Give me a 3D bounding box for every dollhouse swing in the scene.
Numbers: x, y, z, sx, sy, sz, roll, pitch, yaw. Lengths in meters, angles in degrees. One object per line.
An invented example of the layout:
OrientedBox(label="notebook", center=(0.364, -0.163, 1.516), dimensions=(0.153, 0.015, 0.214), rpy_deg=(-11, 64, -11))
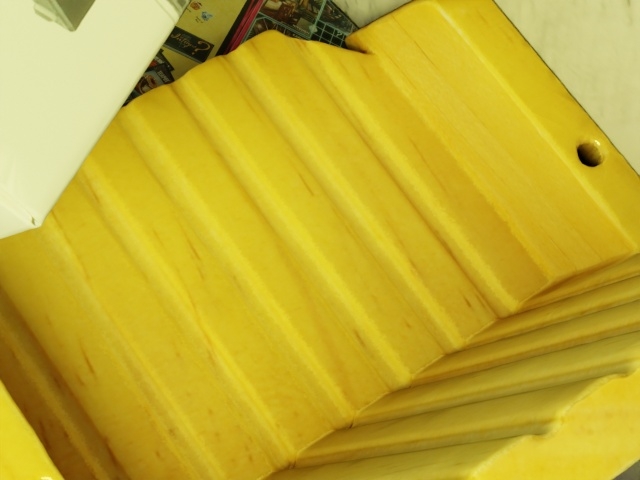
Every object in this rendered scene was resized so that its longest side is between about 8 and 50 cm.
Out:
OrientedBox(label="dollhouse swing", center=(0.000, 0.000, 0.650), dimensions=(0.315, 0.347, 0.305), rpy_deg=(54, 159, 14))

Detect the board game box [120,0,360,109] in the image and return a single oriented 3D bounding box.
OrientedBox(label="board game box", center=(-0.064, -0.106, 0.908), dimensions=(0.243, 0.165, 0.042), rpy_deg=(49, 157, 27))

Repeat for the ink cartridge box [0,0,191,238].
OrientedBox(label="ink cartridge box", center=(-0.130, -0.129, 0.636), dimensions=(0.114, 0.273, 0.197), rpy_deg=(41, 154, -22))
